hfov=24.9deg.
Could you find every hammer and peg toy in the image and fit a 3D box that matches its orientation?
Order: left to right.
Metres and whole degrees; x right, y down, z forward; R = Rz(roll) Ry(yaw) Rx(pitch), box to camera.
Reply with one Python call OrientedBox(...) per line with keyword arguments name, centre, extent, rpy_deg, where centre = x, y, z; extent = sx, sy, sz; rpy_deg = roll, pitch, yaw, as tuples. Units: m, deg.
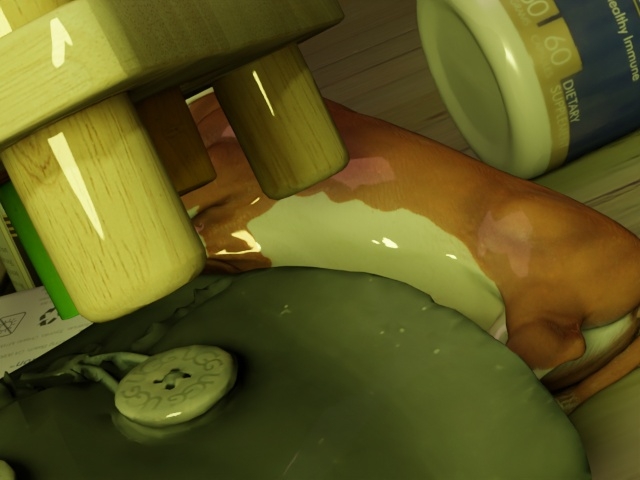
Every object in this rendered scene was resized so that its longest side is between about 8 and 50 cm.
OrientedBox(name="hammer and peg toy", centre=(-0.176, 0.004, 0.487), extent=(0.361, 0.127, 0.266), rpy_deg=(-25, 5, 16))

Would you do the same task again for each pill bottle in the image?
OrientedBox(name="pill bottle", centre=(0.210, -0.157, 0.954), extent=(0.265, 0.153, 0.153), rpy_deg=(-25, 17, -10))

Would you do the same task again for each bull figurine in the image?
OrientedBox(name="bull figurine", centre=(0.000, 0.000, 0.666), extent=(0.310, 0.101, 0.188), rpy_deg=(18, 38, 24))

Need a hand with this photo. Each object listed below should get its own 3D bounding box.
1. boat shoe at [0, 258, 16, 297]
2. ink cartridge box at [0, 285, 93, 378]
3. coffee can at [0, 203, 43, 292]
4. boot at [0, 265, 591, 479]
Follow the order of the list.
OrientedBox(name="boat shoe", centre=(-0.222, 0.022, 1.012), extent=(0.104, 0.110, 0.307), rpy_deg=(-17, 17, 14))
OrientedBox(name="ink cartridge box", centre=(-0.229, 0.143, 0.699), extent=(0.324, 0.071, 0.330), rpy_deg=(-13, 28, 27))
OrientedBox(name="coffee can", centre=(-0.121, -0.067, 0.875), extent=(0.202, 0.275, 0.201), rpy_deg=(-21, 17, 6))
OrientedBox(name="boot", centre=(-0.088, 0.160, 0.350), extent=(0.445, 0.146, 0.367), rpy_deg=(-24, 31, -36))
